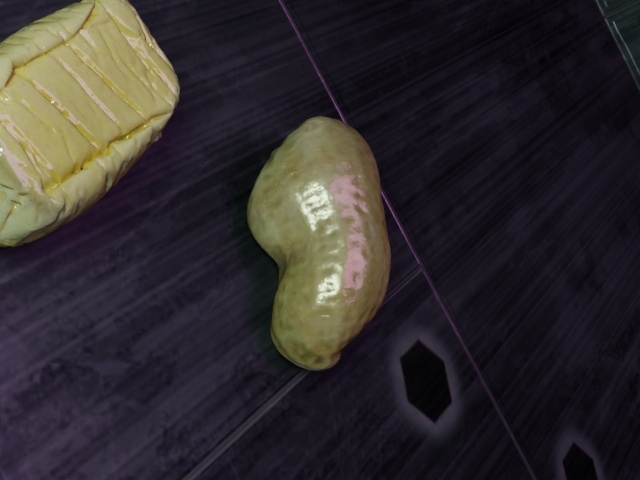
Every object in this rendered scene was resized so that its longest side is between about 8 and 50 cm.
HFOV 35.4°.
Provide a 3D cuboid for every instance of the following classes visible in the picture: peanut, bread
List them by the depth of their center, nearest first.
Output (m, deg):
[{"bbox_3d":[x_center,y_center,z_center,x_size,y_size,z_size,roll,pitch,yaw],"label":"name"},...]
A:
[{"bbox_3d":[-0.212,-0.096,0.793,0.140,0.106,0.236,52,39,-15],"label":"bread"},{"bbox_3d":[0.000,0.000,0.990,0.122,0.137,0.253,89,-9,-73],"label":"peanut"}]
